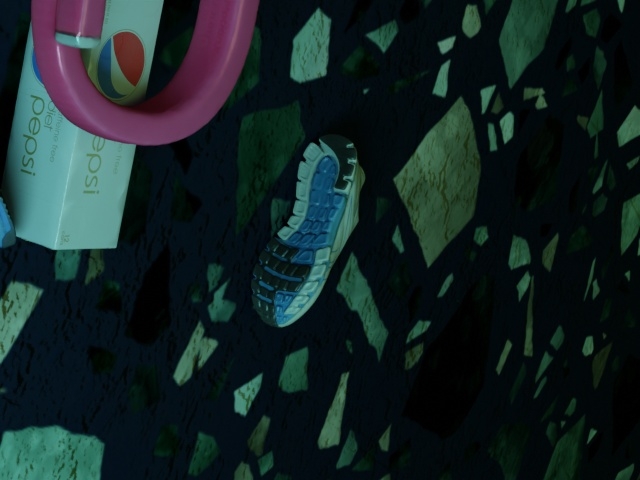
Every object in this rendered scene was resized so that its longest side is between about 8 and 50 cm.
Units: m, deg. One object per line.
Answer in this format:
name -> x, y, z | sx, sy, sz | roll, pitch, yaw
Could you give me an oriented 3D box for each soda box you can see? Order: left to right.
soda box -> -0.182, -0.104, 1.269 | 0.074, 0.069, 0.216 | -2, 106, -56

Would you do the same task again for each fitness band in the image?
fitness band -> -0.113, -0.212, 1.210 | 0.209, 0.054, 0.291 | -1, 104, -55

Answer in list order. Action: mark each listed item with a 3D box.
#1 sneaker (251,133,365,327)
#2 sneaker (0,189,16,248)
sneaker -> 0.000, 0.000, 1.595 | 0.191, 0.071, 0.083 | -66, 153, -10
sneaker -> -0.277, -0.055, 1.170 | 0.082, 0.069, 0.209 | -27, 146, -6
